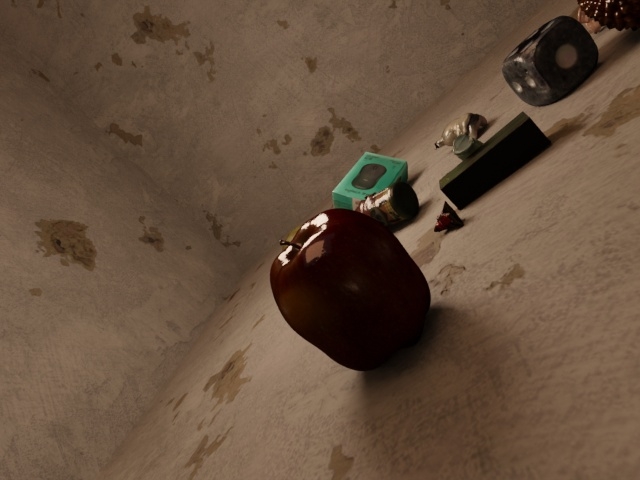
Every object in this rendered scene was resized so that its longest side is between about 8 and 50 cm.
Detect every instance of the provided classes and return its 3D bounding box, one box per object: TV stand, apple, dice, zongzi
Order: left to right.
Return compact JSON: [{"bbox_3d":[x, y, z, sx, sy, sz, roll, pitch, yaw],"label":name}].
[{"bbox_3d":[0.053,0.090,0.827,0.288,0.317,0.288,-45,7,7],"label":"apple"},{"bbox_3d":[0.326,-0.066,1.058,0.067,0.073,0.083,-29,5,-22],"label":"zongzi"},{"bbox_3d":[0.443,-0.201,1.076,0.269,0.088,0.083,-42,12,29],"label":"TV stand"},{"bbox_3d":[0.664,-0.519,1.208,0.182,0.181,0.183,-42,10,6],"label":"dice"}]

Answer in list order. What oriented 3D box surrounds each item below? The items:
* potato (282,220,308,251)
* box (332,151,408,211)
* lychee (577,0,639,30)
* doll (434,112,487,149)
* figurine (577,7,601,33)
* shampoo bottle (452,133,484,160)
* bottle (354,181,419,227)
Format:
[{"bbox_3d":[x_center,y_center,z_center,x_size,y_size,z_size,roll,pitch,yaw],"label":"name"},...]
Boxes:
[{"bbox_3d":[0.001,0.003,1.736,0.351,0.203,0.218,-28,3,14],"label":"potato"},{"bbox_3d":[0.211,-0.226,1.712,0.311,0.205,0.118,-51,-31,-33],"label":"box"},{"bbox_3d":[0.797,-0.703,1.040,0.330,0.306,0.306,-58,14,-20],"label":"lychee"},{"bbox_3d":[0.533,-0.418,1.571,0.149,0.095,0.192,-51,14,-20],"label":"doll"},{"bbox_3d":[0.933,-0.757,1.255,0.276,0.133,0.200,-37,24,59],"label":"figurine"},{"bbox_3d":[0.431,-0.256,1.177,0.072,0.049,0.212,-35,-18,27],"label":"shampoo bottle"},{"bbox_3d":[0.209,-0.091,1.443,0.271,0.143,0.156,-29,57,48],"label":"bottle"}]
